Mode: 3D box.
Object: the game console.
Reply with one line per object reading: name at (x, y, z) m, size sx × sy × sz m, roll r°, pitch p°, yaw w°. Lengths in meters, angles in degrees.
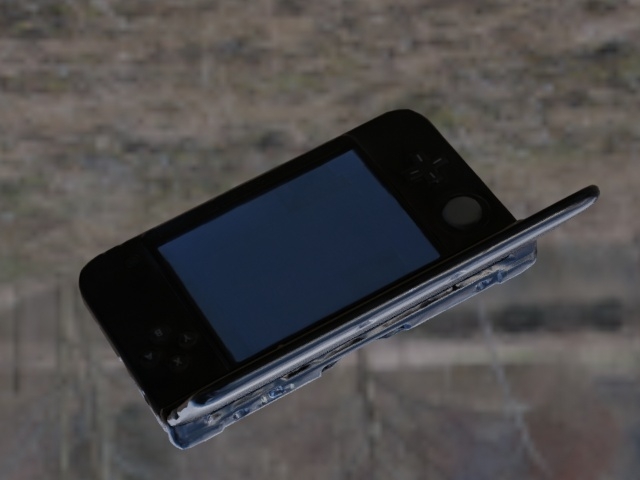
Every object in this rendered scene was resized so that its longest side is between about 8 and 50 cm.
game console at (0.000, 0.000, 0.533) m, size 0.122 × 0.107 × 0.071 m, roll -26°, pitch 142°, yaw -14°
